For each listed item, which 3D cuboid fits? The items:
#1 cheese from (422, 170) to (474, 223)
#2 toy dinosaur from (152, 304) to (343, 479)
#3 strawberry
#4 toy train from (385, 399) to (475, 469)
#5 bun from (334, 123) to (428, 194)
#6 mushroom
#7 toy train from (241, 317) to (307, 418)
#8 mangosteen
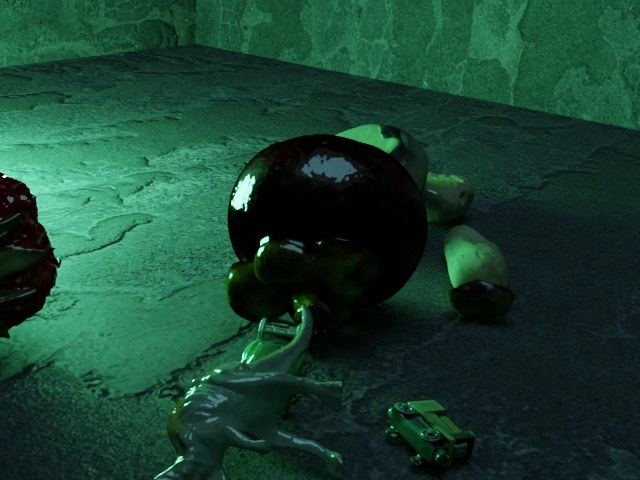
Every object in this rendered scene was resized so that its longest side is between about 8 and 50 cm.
[{"bbox_3d":[0.186,-0.101,1.956,0.263,0.093,0.159,15,20,30],"label":"cheese"},{"bbox_3d":[-0.061,0.186,1.064,0.205,0.092,0.393,10,43,5],"label":"toy dinosaur"},{"bbox_3d":[-0.510,0.018,1.305,0.292,0.292,0.343,0,7,-10],"label":"strawberry"},{"bbox_3d":[0.132,0.236,1.112,0.081,0.050,0.122,2,18,-28],"label":"toy train"},{"bbox_3d":[0.080,-0.088,1.780,0.293,0.187,0.293,-16,29,9],"label":"bun"},{"bbox_3d":[0.274,0.044,1.600,0.107,0.087,0.333,5,18,4],"label":"mushroom"},{"bbox_3d":[-0.068,0.170,1.196,0.099,0.081,0.149,9,21,9],"label":"toy train"},{"bbox_3d":[0.004,-0.012,1.426,0.330,0.330,0.330,4,21,-1],"label":"mangosteen"}]
